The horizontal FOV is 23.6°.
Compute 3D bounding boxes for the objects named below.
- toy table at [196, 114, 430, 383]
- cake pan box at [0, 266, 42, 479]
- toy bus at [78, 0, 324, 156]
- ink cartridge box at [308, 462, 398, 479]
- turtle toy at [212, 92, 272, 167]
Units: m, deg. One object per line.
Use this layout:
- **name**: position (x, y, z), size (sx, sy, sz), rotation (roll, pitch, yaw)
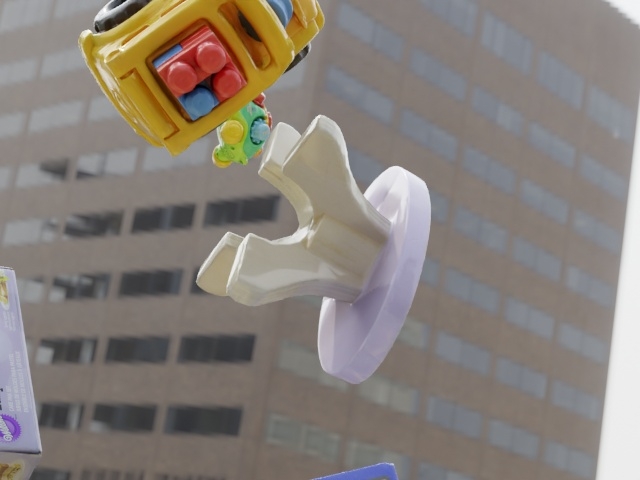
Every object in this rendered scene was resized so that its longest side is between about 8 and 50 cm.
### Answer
- **toy table**: position (0.000, 0.000, 1.549), size (0.161, 0.274, 0.252), rotation (28, -62, -15)
- **cake pan box**: position (-0.372, 0.199, 1.613), size (0.070, 0.245, 0.267), rotation (8, -45, -26)
- **toy bus**: position (-0.094, -0.181, 1.400), size (0.149, 0.220, 0.211), rotation (55, -4, -19)
- **ink cartridge box**: position (0.017, 0.365, 1.276), size (0.151, 0.270, 0.395), rotation (-10, -29, -13)
- **turtle toy**: position (-0.090, -0.146, 1.735), size (0.066, 0.130, 0.095), rotation (-4, -18, -14)
